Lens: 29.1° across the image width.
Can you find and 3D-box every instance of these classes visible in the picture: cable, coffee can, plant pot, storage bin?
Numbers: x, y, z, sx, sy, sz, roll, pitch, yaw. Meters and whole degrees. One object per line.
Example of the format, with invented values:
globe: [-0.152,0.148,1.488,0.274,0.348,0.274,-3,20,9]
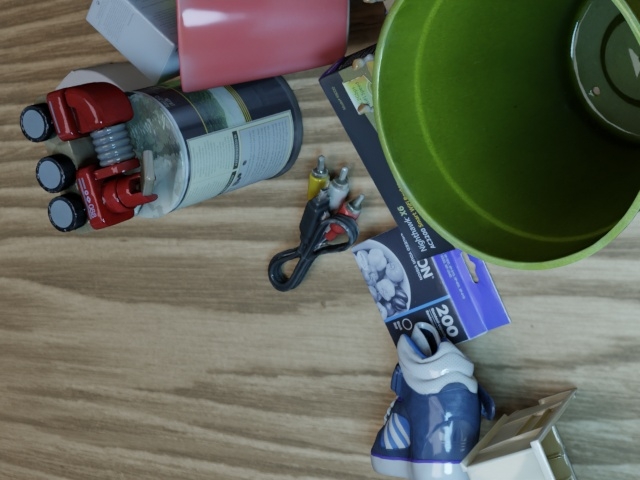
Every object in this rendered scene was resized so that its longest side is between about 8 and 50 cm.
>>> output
cable: [0.000,0.000,2.032,0.139,0.072,0.287,47,141,22]
coffee can: [-0.191,-0.165,1.976,0.201,0.275,0.202,16,116,36]
plant pot: [-0.088,-0.355,1.795,0.275,0.243,0.275,177,90,-84]
plant pot: [0.311,-0.191,1.462,0.366,0.353,0.367,16,116,36]
storage bin: [0.333,0.375,1.728,0.123,0.260,0.262,-23,90,27]

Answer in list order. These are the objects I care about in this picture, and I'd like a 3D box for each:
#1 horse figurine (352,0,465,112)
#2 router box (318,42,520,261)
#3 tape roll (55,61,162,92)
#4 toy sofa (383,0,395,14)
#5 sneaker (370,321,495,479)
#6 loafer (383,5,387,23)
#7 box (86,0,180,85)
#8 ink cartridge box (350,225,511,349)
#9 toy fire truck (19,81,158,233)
horse figurine: [0.129,-0.258,1.531,0.066,0.174,0.263,38,126,54]
router box: [0.176,-0.146,1.699,0.243,0.081,0.309,-20,109,32]
tape roll: [-0.374,-0.182,2.257,0.286,0.100,0.286,17,117,37]
toy sofa: [0.200,-0.446,1.576,0.362,0.150,0.177,-35,81,35]
sneaker: [0.161,0.246,1.909,0.323,0.130,0.236,156,115,-76]
loafer: [0.120,-0.334,1.790,0.061,0.062,0.170,41,119,34]
box: [-0.267,-0.352,1.990,0.170,0.130,0.091,44,131,12]
ink cartridge box: [0.167,0.068,1.904,0.208,0.045,0.206,-26,88,43]
toy fire truck: [-0.310,-0.132,1.814,0.246,0.158,0.217,-12,97,32]
